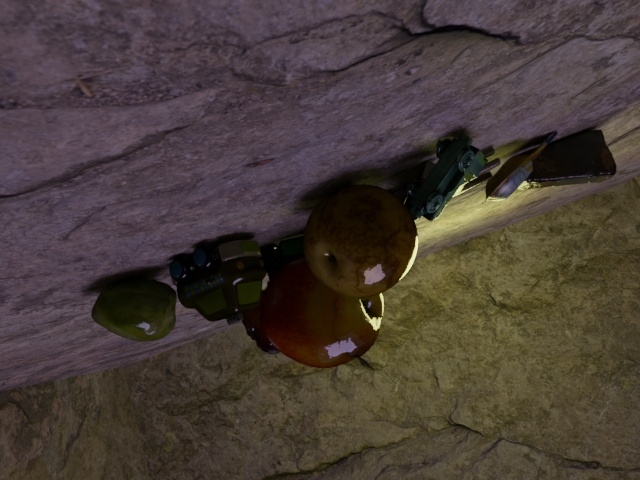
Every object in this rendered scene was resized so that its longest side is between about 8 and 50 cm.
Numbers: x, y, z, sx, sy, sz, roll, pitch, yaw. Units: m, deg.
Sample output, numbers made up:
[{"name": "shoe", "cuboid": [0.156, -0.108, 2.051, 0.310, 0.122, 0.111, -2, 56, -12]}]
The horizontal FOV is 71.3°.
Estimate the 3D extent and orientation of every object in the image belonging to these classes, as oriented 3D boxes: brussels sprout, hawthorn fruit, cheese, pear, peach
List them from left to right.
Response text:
[{"name": "brussels sprout", "cuboid": [-0.475, 0.178, 1.143, 0.222, 0.162, 0.223, -3, 171, -1]}, {"name": "hawthorn fruit", "cuboid": [-0.223, 0.381, 2.189, 0.308, 0.309, 0.324, -29, 173, 38]}, {"name": "peach", "cuboid": [0.000, 0.204, 1.354, 0.369, 0.371, 0.370, -19, 168, -4]}, {"name": "pear", "cuboid": [0.095, 0.000, 1.041, 0.280, 0.281, 0.281, -19, 168, -4]}, {"name": "cheese", "cuboid": [0.539, -0.195, 1.217, 0.270, 0.069, 0.177, -43, 166, -6]}]

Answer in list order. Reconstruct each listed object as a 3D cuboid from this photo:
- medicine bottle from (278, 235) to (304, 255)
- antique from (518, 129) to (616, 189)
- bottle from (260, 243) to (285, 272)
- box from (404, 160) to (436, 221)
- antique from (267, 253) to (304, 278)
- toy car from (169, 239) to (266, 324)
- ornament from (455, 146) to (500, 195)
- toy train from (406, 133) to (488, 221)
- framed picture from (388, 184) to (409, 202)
[{"name": "medicine bottle", "cuboid": [0.000, 0.000, 1.352, 0.260, 0.064, 0.095, -11, 152, -24]}, {"name": "antique", "cuboid": [0.701, -0.223, 1.338, 0.283, 0.150, 0.125, -12, 170, 5]}, {"name": "bottle", "cuboid": [-0.222, 0.088, 1.362, 0.244, 0.072, 0.082, -24, 140, 24]}, {"name": "box", "cuboid": [0.245, -0.101, 1.156, 0.034, 0.132, 0.235, 21, 168, 5]}, {"name": "antique", "cuboid": [-0.087, 0.077, 1.522, 0.220, 0.082, 0.080, -30, 166, 38]}, {"name": "toy car", "cuboid": [-0.253, 0.119, 1.148, 0.247, 0.199, 0.204, -23, 169, 26]}, {"name": "ornament", "cuboid": [0.361, -0.153, 1.243, 0.244, 0.061, 0.230, -25, 169, 11]}, {"name": "toy train", "cuboid": [0.274, -0.129, 0.977, 0.132, 0.083, 0.200, 21, 108, -51]}, {"name": "framed picture", "cuboid": [0.106, -0.060, 1.250, 0.280, 0.019, 0.209, -20, 157, -12]}]
